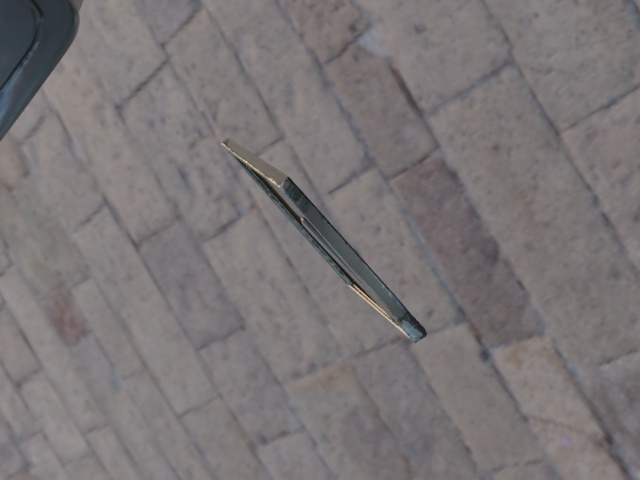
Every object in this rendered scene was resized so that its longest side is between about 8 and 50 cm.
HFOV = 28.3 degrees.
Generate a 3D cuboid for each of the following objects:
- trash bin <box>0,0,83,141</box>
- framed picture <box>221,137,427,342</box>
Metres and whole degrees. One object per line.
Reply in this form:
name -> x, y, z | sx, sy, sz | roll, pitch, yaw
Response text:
trash bin -> -0.232, -0.117, 0.817 | 0.101, 0.177, 0.236 | 35, -168, -15
framed picture -> 0.000, 0.000, 1.399 | 0.260, 0.023, 0.189 | 48, 175, -28
